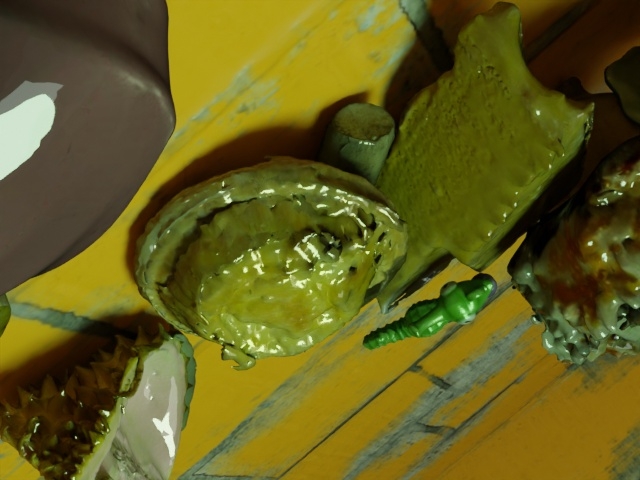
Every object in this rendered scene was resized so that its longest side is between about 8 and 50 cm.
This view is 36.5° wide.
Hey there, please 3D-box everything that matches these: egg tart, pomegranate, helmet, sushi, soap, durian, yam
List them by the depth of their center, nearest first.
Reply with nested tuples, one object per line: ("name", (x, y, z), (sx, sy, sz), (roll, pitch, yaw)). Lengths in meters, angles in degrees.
("helmet", (-0.223, -0.061, 0.544), (0.338, 0.197, 0.271), (-40, 157, 2))
("egg tart", (-0.042, 0.042, 0.960), (0.291, 0.107, 0.291), (-9, 141, -8))
("soap", (0.116, -0.055, 0.994), (0.304, 0.169, 0.339), (-41, 165, 5))
("durian", (-0.206, 0.178, 1.033), (0.195, 0.185, 0.305), (-58, 159, -2))
("sushi", (0.397, -0.002, 1.044), (0.417, 0.176, 0.417), (-23, 153, -12))
("yam", (0.000, 0.000, 1.070), (0.083, 0.083, 0.371), (-20, 148, -33))
("pomegranate", (0.332, -0.110, 1.221), (0.196, 0.196, 0.196), (-30, 154, -16))

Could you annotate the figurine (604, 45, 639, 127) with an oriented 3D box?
("figurine", (0.486, -0.271, 1.070), (0.323, 0.231, 0.340), (-36, 160, -37))

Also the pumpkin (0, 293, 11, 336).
("pumpkin", (-0.326, 0.083, 0.740), (0.217, 0.110, 0.217), (-46, 162, -20))

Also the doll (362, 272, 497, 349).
("doll", (0.123, 0.088, 1.115), (0.115, 0.050, 0.190), (-18, 170, -41))
